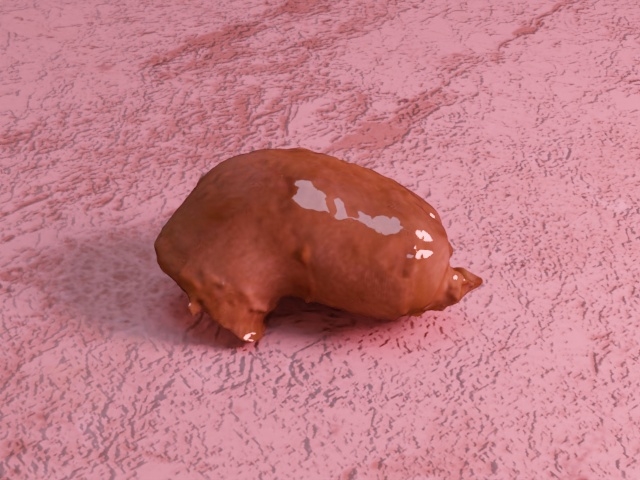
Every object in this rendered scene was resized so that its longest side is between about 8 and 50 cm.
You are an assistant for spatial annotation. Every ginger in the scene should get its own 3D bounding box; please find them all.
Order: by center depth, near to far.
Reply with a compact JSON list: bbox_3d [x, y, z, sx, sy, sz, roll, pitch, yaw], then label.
[{"bbox_3d":[0.000,0.000,0.985,0.267,0.152,0.138,-1,6,-2],"label":"ginger"}]
